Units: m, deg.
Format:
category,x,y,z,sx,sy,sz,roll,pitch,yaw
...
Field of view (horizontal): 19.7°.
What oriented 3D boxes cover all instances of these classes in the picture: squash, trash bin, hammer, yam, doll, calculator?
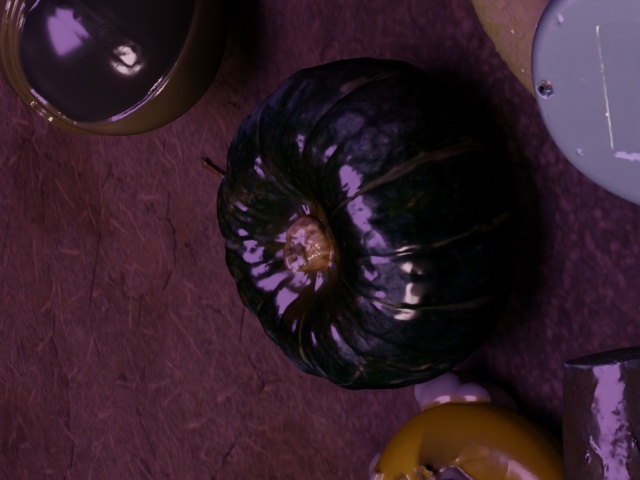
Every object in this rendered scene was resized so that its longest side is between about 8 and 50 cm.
category,x,y,z,sx,sy,sz,roll,pitch,yaw
squash,0.035,-0.011,1.394,0.252,0.165,0.252,17,112,52
trash bin,-0.211,-0.228,1.662,0.334,0.214,0.214,52,140,42
hammer,-0.079,-0.053,1.699,0.123,0.014,0.029,34,119,50
yam,0.219,0.195,1.248,0.106,0.106,0.259,7,105,56
doll,0.117,0.232,1.410,0.252,0.111,0.237,42,118,44
calculator,0.256,-0.088,1.040,0.295,0.042,0.184,3,118,31

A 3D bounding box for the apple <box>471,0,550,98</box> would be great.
category,x,y,z,sx,sy,sz,roll,pitch,yaw
apple,0.166,-0.204,1.156,0.193,0.120,0.265,0,116,54
